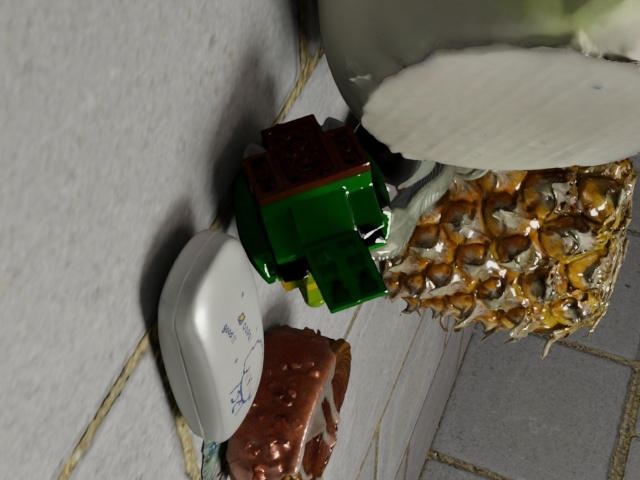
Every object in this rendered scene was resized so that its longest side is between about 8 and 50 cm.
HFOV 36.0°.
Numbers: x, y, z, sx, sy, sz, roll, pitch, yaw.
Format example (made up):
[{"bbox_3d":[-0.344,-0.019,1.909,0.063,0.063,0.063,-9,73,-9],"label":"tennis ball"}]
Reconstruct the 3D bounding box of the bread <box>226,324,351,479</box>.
[{"bbox_3d":[-0.027,0.152,0.880,0.160,0.073,0.161,17,90,-75],"label":"bread"}]

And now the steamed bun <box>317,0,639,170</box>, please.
[{"bbox_3d":[0.143,-0.215,0.717,0.309,0.309,0.309,17,90,-76],"label":"steamed bun"}]

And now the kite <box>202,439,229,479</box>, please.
[{"bbox_3d":[-0.099,0.216,0.826,0.152,0.005,0.137,-54,155,-50],"label":"kite"}]

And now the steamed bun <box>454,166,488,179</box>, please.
[{"bbox_3d":[0.194,-0.193,1.041,0.211,0.144,0.218,98,-17,-45],"label":"steamed bun"}]

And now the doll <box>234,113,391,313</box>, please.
[{"bbox_3d":[-0.003,-0.008,0.701,0.186,0.106,0.134,111,-42,-79],"label":"doll"}]

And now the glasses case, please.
[{"bbox_3d":[-0.071,0.070,0.668,0.197,0.049,0.076,88,23,-52],"label":"glasses case"}]

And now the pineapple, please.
[{"bbox_3d":[0.254,-0.024,1.312,0.352,0.300,0.353,15,90,-70],"label":"pineapple"}]

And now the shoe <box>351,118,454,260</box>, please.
[{"bbox_3d":[0.066,-0.080,0.938,0.227,0.099,0.112,-59,152,-42],"label":"shoe"}]
